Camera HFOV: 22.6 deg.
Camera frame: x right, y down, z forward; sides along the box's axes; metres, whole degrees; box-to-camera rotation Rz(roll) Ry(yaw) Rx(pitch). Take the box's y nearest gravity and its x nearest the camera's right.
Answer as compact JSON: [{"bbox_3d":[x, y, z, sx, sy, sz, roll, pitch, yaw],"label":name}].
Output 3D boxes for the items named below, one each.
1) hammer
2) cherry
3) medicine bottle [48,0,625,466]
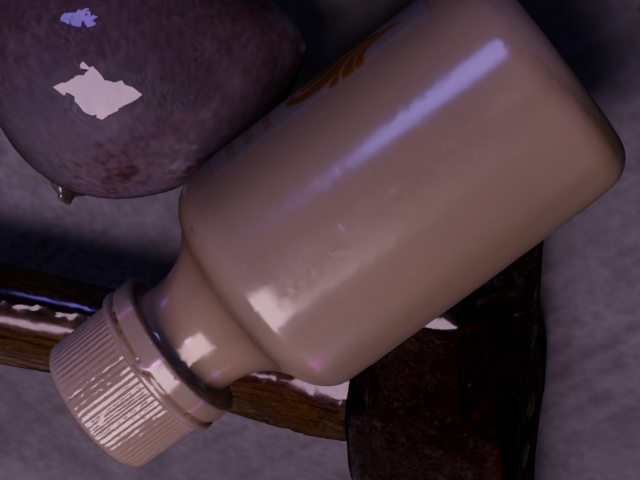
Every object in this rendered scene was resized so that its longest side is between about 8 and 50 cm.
[{"bbox_3d":[-0.082,0.063,0.852,0.409,0.095,0.242,9,135,11],"label":"hammer"},{"bbox_3d":[-0.076,-0.063,0.743,0.148,0.115,0.188,-23,143,0],"label":"cherry"},{"bbox_3d":[0.000,0.000,0.681,0.252,0.114,0.114,-38,115,7],"label":"medicine bottle"}]
